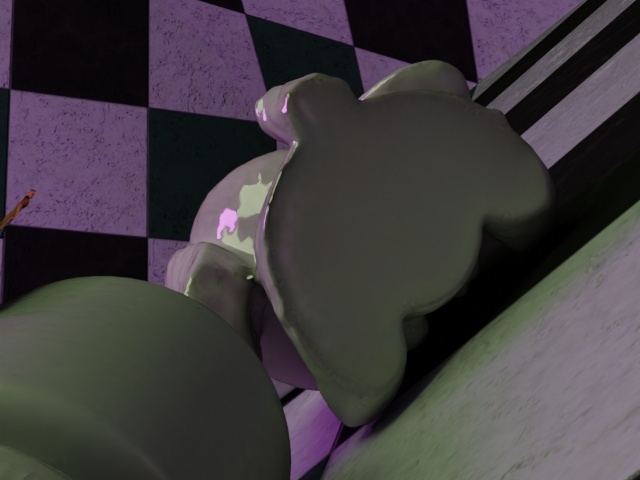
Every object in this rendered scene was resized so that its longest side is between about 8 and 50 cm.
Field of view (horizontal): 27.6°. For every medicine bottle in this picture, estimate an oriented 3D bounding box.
[{"bbox_3d":[-0.131,0.145,0.556,0.211,0.211,0.371,-42,4,9],"label":"medicine bottle"}]

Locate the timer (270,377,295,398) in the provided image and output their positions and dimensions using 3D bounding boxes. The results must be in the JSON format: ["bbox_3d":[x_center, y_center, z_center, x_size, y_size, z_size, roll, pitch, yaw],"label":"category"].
[{"bbox_3d":[-0.024,0.070,1.252,0.237,0.087,0.262,-40,5,30],"label":"timer"}]

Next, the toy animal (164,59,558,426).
[{"bbox_3d":[0.000,0.000,0.913,0.271,0.206,0.265,-46,8,-20],"label":"toy animal"}]

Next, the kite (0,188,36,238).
[{"bbox_3d":[-0.264,0.106,0.756,0.377,0.013,0.327,-42,18,51],"label":"kite"}]
